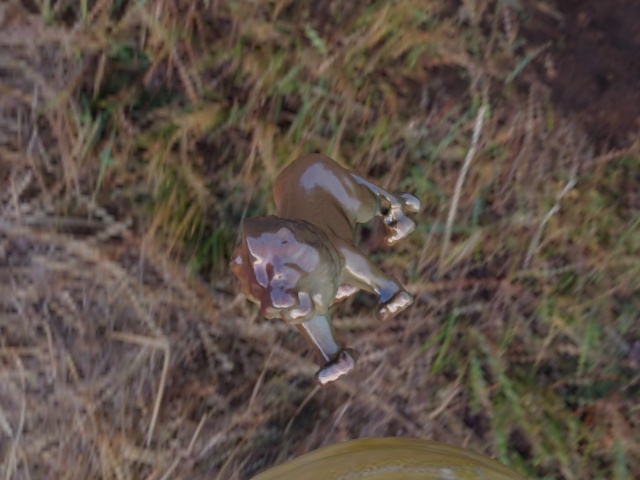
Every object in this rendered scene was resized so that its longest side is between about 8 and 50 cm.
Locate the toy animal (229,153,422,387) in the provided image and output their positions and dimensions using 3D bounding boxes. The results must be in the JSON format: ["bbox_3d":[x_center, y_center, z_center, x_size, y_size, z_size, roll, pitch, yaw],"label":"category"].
[{"bbox_3d":[0.000,0.000,1.499,0.097,0.312,0.157,-30,110,19],"label":"toy animal"}]

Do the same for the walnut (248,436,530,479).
[{"bbox_3d":[0.012,0.167,0.562,0.221,0.195,0.195,-44,81,13],"label":"walnut"}]
